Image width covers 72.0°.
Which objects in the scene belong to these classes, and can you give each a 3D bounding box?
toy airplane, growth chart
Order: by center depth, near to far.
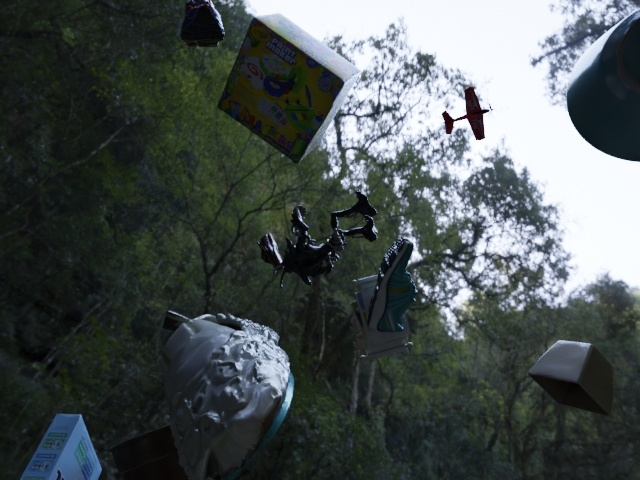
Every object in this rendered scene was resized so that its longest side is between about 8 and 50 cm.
[{"bbox_3d":[0.162,0.206,1.218,0.172,0.237,0.021,-10,-9,12],"label":"growth chart"},{"bbox_3d":[0.403,-0.341,1.223,0.151,0.028,0.151,1,-86,8],"label":"toy airplane"}]

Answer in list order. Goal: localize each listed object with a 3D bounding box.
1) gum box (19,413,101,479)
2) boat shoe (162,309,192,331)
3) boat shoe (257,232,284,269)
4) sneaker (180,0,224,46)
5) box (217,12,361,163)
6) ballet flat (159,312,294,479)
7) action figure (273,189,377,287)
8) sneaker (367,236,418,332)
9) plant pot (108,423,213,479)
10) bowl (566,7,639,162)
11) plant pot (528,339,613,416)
[{"bbox_3d":[-0.384,0.375,0.629,0.041,0.184,0.157,4,-55,-3],"label":"gum box"},{"bbox_3d":[-0.492,0.318,1.596,0.080,0.073,0.223,20,-18,29],"label":"boat shoe"},{"bbox_3d":[-0.191,0.052,1.675,0.073,0.207,0.073,-30,-54,0],"label":"boat shoe"},{"bbox_3d":[-0.238,-0.435,0.866,0.083,0.221,0.087,-9,-71,-17],"label":"sneaker"},{"bbox_3d":[-0.091,-0.433,1.261,0.290,0.177,0.279,36,-54,-1],"label":"box"},{"bbox_3d":[-0.124,0.153,0.528,0.147,0.147,0.409,19,-9,-5],"label":"ballet flat"},{"bbox_3d":[0.000,0.000,1.044,0.275,0.141,0.164,-30,-55,-10],"label":"action figure"},{"bbox_3d":[0.199,0.117,1.140,0.110,0.107,0.275,12,-65,2],"label":"sneaker"},{"bbox_3d":[-0.236,0.390,0.711,0.167,0.165,0.167,-19,-20,-7],"label":"plant pot"},{"bbox_3d":[0.646,-0.319,0.826,0.311,0.312,0.163,-10,-12,22],"label":"bowl"},{"bbox_3d":[0.495,0.256,0.852,0.109,0.096,0.109,43,-21,-15],"label":"plant pot"}]
